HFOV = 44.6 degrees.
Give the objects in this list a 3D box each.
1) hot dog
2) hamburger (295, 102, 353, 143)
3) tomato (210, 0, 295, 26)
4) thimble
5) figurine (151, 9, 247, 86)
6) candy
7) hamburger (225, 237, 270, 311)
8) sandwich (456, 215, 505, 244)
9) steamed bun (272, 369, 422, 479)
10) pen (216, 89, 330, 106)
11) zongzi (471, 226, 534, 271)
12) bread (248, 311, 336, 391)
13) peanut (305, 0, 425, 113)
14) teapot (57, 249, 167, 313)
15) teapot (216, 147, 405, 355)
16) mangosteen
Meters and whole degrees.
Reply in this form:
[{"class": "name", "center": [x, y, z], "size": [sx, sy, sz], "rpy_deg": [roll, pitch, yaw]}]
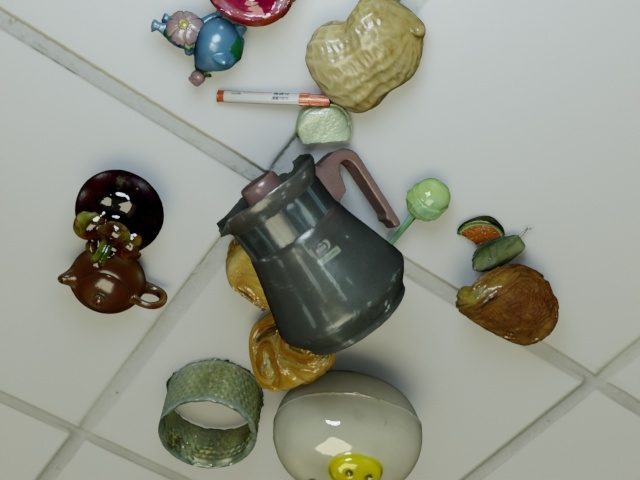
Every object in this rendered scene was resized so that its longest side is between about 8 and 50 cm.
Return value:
[{"class": "hot dog", "center": [0.424, 0.143, 1.796], "size": [0.272, 0.122, 0.196], "rpy_deg": [29, 131, -34]}, {"class": "hamburger", "center": [0.007, -0.248, 1.623], "size": [0.121, 0.054, 0.084], "rpy_deg": [0, 118, 0]}, {"class": "tomato", "center": [-0.118, -0.480, 1.451], "size": [0.173, 0.099, 0.189], "rpy_deg": [23, 83, 5]}, {"class": "thimble", "center": [-0.287, 0.456, 2.044], "size": [0.271, 0.150, 0.270], "rpy_deg": [1, 124, 2]}, {"class": "figurine", "center": [-0.235, -0.383, 1.523], "size": [0.178, 0.114, 0.144], "rpy_deg": [23, 145, 2]}, {"class": "candy", "center": [0.178, -0.013, 1.766], "size": [0.092, 0.093, 0.335], "rpy_deg": [36, 129, 0]}, {"class": "hamburger", "center": [-0.118, 0.059, 1.796], "size": [0.214, 0.108, 0.213], "rpy_deg": [2, 124, 3]}, {"class": "sandwich", "center": [0.360, -0.025, 1.770], "size": [0.101, 0.026, 0.069], "rpy_deg": [-20, 125, 18]}, {"class": "steamed bun", "center": [0.066, 0.483, 1.951], "size": [0.374, 0.334, 0.334], "rpy_deg": [17, 123, -11]}, {"class": "pen", "center": [-0.096, -0.290, 1.595], "size": [0.239, 0.028, 0.028], "rpy_deg": [4, 124, 9]}, {"class": "zongzi", "center": [0.412, 0.025, 1.740], "size": [0.154, 0.130, 0.062], "rpy_deg": [-26, 89, 18]}, {"class": "bread", "center": [-0.069, 0.251, 1.873], "size": [0.236, 0.198, 0.120], "rpy_deg": [-32, 153, 30]}, {"class": "peanut", "center": [0.092, -0.361, 1.508], "size": [0.233, 0.110, 0.196], "rpy_deg": [-31, 117, 23]}, {"class": "teapot", "center": [-0.486, 0.113, 1.836], "size": [0.252, 0.135, 0.178], "rpy_deg": [19, 126, -9]}, {"class": "teapot", "center": [0.000, 0.000, 1.607], "size": [0.361, 0.376, 0.305], "rpy_deg": [54, 151, -15]}, {"class": "mangosteen", "center": [-0.439, -0.042, 1.672], "size": [0.194, 0.230, 0.194], "rpy_deg": [6, 133, 7]}]
